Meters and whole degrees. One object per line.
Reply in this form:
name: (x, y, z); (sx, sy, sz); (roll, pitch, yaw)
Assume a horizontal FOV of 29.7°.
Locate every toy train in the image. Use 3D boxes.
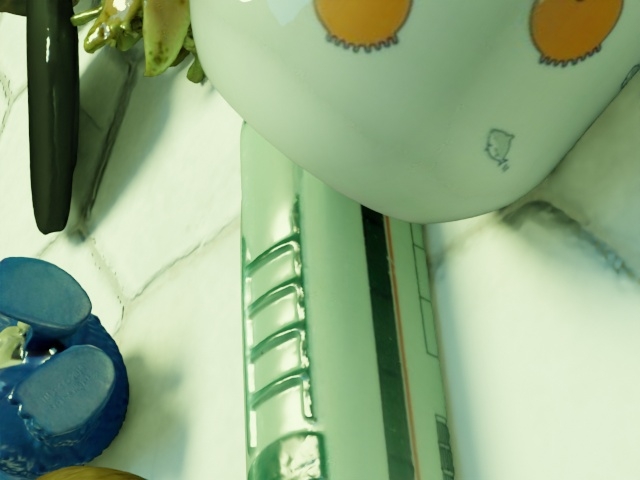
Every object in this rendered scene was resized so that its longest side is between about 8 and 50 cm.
toy train: (0.000, 0.000, 0.664); (0.086, 0.088, 0.407); (-36, 43, 36)

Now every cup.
cup: (0.088, -0.173, 0.545); (0.317, 0.212, 0.212); (-52, 37, 18)

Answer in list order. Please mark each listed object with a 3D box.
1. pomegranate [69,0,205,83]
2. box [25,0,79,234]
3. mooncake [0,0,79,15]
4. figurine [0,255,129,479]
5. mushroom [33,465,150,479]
pomegranate: (-0.128, -0.288, 0.911); (0.286, 0.231, 0.231); (-61, 33, 25)
box: (-0.224, -0.133, 1.007); (0.212, 0.042, 0.201); (-108, 23, -48)
mooncake: (-0.277, -0.314, 1.105); (0.228, 0.228, 0.124); (-45, 40, 27)
figurine: (-0.206, 0.118, 0.851); (0.262, 0.121, 0.164); (-30, 59, 57)
mushroom: (-0.179, 0.242, 0.512); (0.334, 0.356, 0.331); (-46, 40, 29)
